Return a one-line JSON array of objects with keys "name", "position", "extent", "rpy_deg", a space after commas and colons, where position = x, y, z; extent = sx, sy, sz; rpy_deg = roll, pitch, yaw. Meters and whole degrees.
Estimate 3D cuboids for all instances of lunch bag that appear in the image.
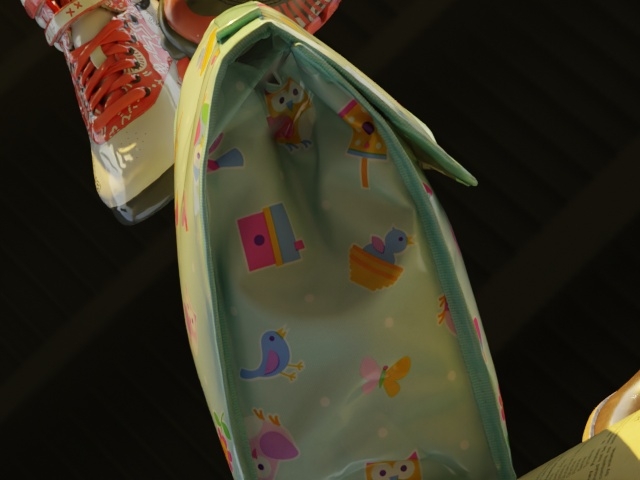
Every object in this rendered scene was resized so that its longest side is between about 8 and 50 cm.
[{"name": "lunch bag", "position": [0.000, 0.000, 1.016], "extent": [0.160, 0.223, 0.262], "rpy_deg": [-15, -79, 0]}]

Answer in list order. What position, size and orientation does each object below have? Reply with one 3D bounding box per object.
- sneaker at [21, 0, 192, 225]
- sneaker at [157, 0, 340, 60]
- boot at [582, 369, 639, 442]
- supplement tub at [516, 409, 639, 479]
[{"name": "sneaker", "position": [-0.154, -0.122, 1.373], "extent": [0.090, 0.145, 0.270], "rpy_deg": [-34, -155, 14]}, {"name": "sneaker", "position": [0.008, -0.215, 1.291], "extent": [0.276, 0.135, 0.097], "rpy_deg": [-32, -108, -19]}, {"name": "boot", "position": [0.287, 0.074, 1.357], "extent": [0.090, 0.248, 0.207], "rpy_deg": [39, -57, 8]}, {"name": "supplement tub", "position": [0.169, 0.209, 0.965], "extent": [0.316, 0.228, 0.228], "rpy_deg": [-38, -124, 42]}]
